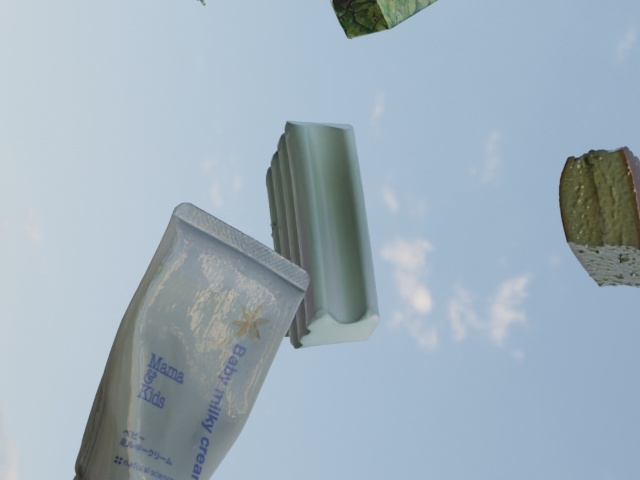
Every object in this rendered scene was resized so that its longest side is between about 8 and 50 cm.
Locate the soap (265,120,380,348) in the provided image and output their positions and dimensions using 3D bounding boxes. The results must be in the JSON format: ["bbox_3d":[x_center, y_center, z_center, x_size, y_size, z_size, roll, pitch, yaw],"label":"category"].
[{"bbox_3d":[0.000,0.000,1.683,0.173,0.095,0.290,116,-30,-61],"label":"soap"}]

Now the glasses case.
[{"bbox_3d":[0.143,-0.332,1.569,0.095,0.272,0.062,-2,-61,59],"label":"glasses case"}]

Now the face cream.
[{"bbox_3d":[-0.092,0.098,0.823,0.070,0.114,0.224,17,-102,56],"label":"face cream"}]

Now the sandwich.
[{"bbox_3d":[0.340,-0.008,1.459,0.094,0.258,0.096,-3,-119,34],"label":"sandwich"}]

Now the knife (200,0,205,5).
[{"bbox_3d":[-0.168,-0.323,1.632,0.078,0.022,0.166,62,-5,-9],"label":"knife"}]
